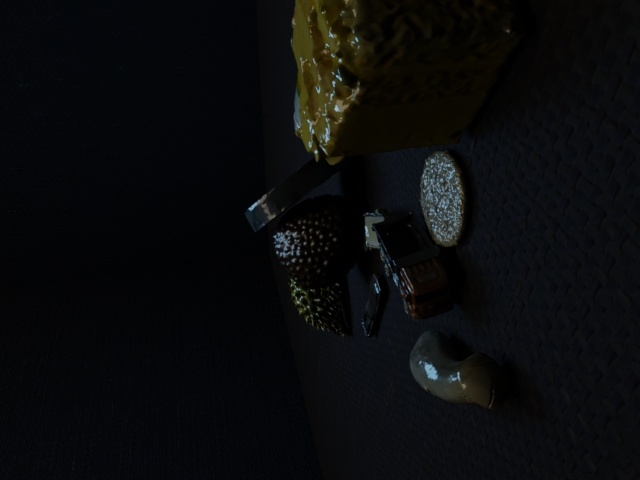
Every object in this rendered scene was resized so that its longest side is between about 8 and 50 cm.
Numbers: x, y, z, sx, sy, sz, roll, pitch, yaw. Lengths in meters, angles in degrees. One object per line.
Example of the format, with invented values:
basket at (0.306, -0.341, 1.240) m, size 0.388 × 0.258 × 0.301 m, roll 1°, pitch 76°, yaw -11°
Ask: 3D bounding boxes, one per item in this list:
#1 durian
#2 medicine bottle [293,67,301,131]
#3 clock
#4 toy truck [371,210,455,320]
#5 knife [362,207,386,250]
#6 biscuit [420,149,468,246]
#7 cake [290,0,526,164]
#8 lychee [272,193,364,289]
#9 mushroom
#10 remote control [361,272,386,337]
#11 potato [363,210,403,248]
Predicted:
durian at (0.003, 0.163, 1.541) m, size 0.166 × 0.172 × 0.307 m, roll 48°, pitch -161°, yaw -65°
medicine bottle at (0.000, -0.390, 1.242) m, size 0.324 × 0.123 × 0.179 m, roll 102°, pitch 157°, yaw -63°
clock at (-0.060, -0.133, 1.260) m, size 0.061 × 0.312 × 0.312 m, roll 53°, pitch 170°, yaw -5°
toy truck at (0.150, 0.034, 0.817) m, size 0.192 × 0.083 × 0.092 m, roll -110°, pitch 3°, yaw -46°
knife at (0.121, -0.018, 1.122) m, size 0.162 × 0.023 × 0.044 m, roll 105°, pitch 157°, yaw -64°
biscuit at (0.189, -0.064, 0.763) m, size 0.152 × 0.020 × 0.152 m, roll 174°, pitch 90°, yaw -79°
cake at (0.082, -0.241, 0.656) m, size 0.286 × 0.227 × 0.223 m, roll 105°, pitch 154°, yaw -63°
lychee at (0.000, 0.000, 1.255) m, size 0.271 × 0.235 × 0.236 m, roll -44°, pitch 51°, yaw 48°
mushroom at (0.198, 0.198, 0.738) m, size 0.081 × 0.092 × 0.223 m, roll 39°, pitch 174°, yaw -6°
remote control at (0.128, 0.161, 1.195) m, size 0.212 × 0.028 × 0.059 m, roll 95°, pitch 164°, yaw -47°
potato at (0.131, -0.018, 0.982) m, size 0.122 × 0.061 × 0.086 m, roll -163°, pitch 66°, yaw -76°
